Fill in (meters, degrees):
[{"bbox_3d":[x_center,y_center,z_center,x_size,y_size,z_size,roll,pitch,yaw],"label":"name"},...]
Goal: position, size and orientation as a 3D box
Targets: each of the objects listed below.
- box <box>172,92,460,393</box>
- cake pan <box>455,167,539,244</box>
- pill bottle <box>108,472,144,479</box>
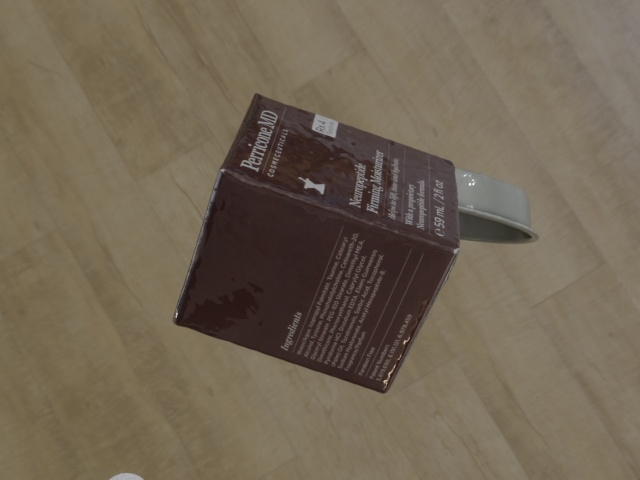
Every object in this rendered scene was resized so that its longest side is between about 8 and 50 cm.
[{"bbox_3d":[0.000,0.000,0.757,0.203,0.168,0.167,19,122,-5],"label":"box"},{"bbox_3d":[0.140,-0.050,1.089,0.293,0.293,0.054,12,85,2],"label":"cake pan"},{"bbox_3d":[-0.266,0.382,1.151,0.086,0.152,0.086,5,49,-6],"label":"pill bottle"}]
